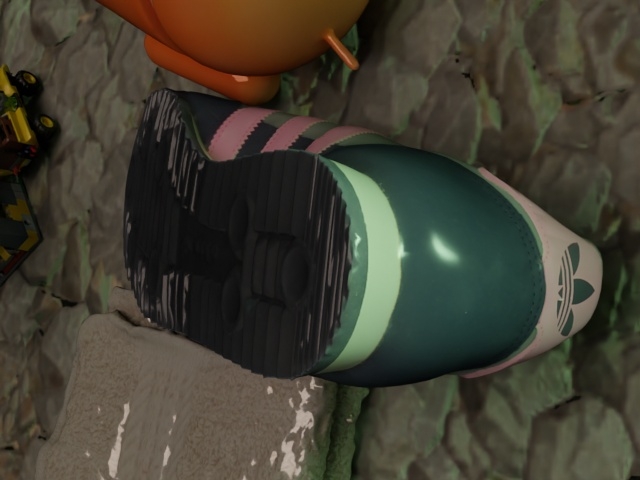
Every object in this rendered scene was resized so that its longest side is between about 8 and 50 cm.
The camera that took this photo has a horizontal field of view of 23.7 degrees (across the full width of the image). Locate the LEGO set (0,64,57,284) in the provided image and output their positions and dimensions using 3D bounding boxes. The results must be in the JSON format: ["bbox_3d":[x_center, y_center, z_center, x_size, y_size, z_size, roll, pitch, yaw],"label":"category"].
[{"bbox_3d":[-0.333,-0.010,0.919,0.331,0.192,0.255,-36,60,33],"label":"LEGO set"}]

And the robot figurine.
[{"bbox_3d":[-0.056,-0.155,0.735,0.219,0.128,0.158,35,104,42],"label":"robot figurine"}]

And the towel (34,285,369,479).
[{"bbox_3d":[-0.074,0.169,0.745,0.187,0.049,0.282,8,88,44],"label":"towel"}]

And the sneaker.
[{"bbox_3d":[0.000,0.000,0.678,0.319,0.131,0.112,-149,66,-65],"label":"sneaker"}]
